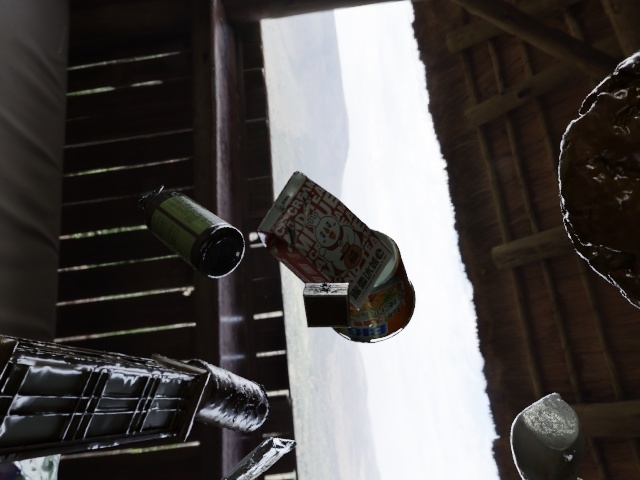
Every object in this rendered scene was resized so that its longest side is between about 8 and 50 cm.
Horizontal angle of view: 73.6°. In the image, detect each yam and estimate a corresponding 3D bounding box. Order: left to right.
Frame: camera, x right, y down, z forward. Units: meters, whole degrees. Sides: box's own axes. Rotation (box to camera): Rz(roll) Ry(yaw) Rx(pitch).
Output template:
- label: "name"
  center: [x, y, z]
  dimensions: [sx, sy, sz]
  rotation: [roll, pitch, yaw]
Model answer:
- label: "yam"
  center: [-0.221, 0.349, 0.949]
  dimensions: [0.280, 0.131, 0.131]
  rotation: [57, 22, -56]

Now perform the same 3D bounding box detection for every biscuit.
- label: "biscuit"
  center: [0.270, -0.047, 0.268]
  dimensions: [0.042, 0.226, 0.226]
  rotation: [27, 51, -59]

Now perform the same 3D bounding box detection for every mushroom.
- label: "mushroom"
  center: [0.404, 0.392, 0.749]
  dimensions: [0.103, 0.118, 0.270]
  rotation: [-111, 178, -63]

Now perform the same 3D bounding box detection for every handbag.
- label: "handbag"
  center: [0.000, 0.000, 0.937]
  dimensions: [0.298, 0.171, 0.151]
  rotation: [46, -23, -28]

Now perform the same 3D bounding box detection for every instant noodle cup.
- label: "instant noodle cup"
  center: [0.124, 0.113, 1.224]
  dimensions: [0.214, 0.296, 0.296]
  rotation: [71, 9, -46]

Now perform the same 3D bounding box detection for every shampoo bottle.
- label: "shampoo bottle"
  center: [-0.266, -0.032, 0.822]
  dimensions: [0.284, 0.101, 0.101]
  rotation: [30, -35, 35]

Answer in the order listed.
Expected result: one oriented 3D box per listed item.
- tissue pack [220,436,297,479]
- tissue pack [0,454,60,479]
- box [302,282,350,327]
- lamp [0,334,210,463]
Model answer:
- label: "tissue pack"
  center: [-0.115, 0.415, 0.801]
  dimensions: [0.026, 0.122, 0.193]
  rotation: [48, -10, 25]
- label: "tissue pack"
  center: [-0.478, 0.313, 0.529]
  dimensions: [0.146, 0.263, 0.198]
  rotation: [57, -17, -18]
- label: "box"
  center: [0.013, 0.112, 0.750]
  dimensions: [0.035, 0.079, 0.083]
  rotation: [-81, 166, -55]
- label: "lamp"
  center: [-0.215, 0.144, 0.404]
  dimensions: [0.325, 0.089, 0.090]
  rotation: [68, 36, -67]
